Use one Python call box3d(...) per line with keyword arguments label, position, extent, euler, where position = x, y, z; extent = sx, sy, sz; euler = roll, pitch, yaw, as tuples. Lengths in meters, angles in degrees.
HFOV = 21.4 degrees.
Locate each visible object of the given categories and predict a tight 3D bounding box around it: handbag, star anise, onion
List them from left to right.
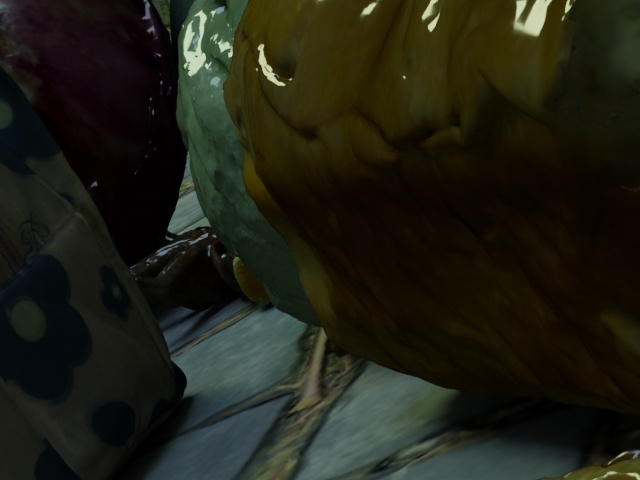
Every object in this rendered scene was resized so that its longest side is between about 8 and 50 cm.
box3d(label="handbag", position=(-0.211, 0.048, 0.703), extent=(0.251, 0.193, 0.190), euler=(-20, 11, 22))
box3d(label="onion", position=(-0.262, -0.063, 1.033), extent=(0.358, 0.358, 0.345), euler=(-33, -3, -14))
box3d(label="star anise", position=(-0.048, 0.005, 0.902), extent=(0.141, 0.042, 0.141), euler=(-26, 10, 5))

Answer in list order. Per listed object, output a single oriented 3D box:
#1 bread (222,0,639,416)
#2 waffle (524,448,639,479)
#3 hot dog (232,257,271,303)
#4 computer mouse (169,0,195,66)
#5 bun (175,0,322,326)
box3d(label="bread", position=(0.100, -0.050, 0.447), extent=(0.195, 0.149, 0.344), euler=(-28, 9, -20))
box3d(label="waffle", position=(0.016, 0.090, 0.392), extent=(0.135, 0.021, 0.092), euler=(-23, 12, 31))
box3d(label="hot dog", position=(0.000, 0.000, 0.826), extent=(0.090, 0.030, 0.034), euler=(-32, 12, -6))
box3d(label="computer mouse", position=(-0.021, -0.116, 1.014), extent=(0.114, 0.203, 0.374), euler=(-13, -1, -15))
box3d(label="bun", position=(0.013, -0.068, 0.712), extent=(0.204, 0.126, 0.212), euler=(-70, -17, 3))
